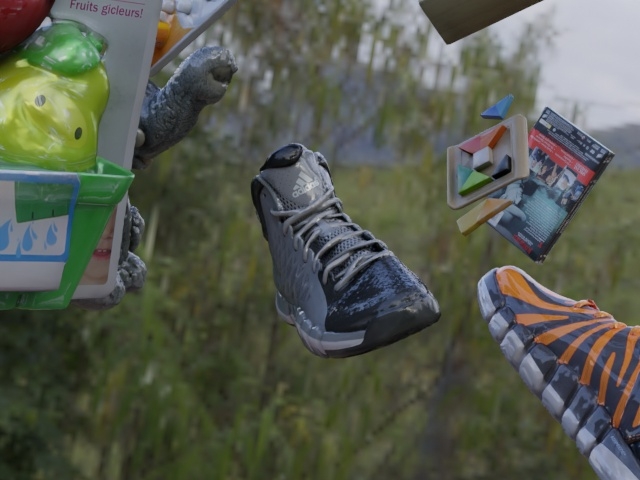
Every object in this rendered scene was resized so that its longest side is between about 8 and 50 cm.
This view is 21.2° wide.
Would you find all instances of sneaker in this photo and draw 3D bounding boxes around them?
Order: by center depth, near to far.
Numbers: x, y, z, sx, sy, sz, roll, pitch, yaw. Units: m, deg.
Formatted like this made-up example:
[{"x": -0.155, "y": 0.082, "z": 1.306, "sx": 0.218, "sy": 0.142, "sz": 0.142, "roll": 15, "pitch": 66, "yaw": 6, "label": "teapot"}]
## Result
[{"x": 0.000, "y": 0.000, "z": 1.165, "sx": 0.086, "sy": 0.132, "sz": 0.229, "roll": -22, "pitch": 11, "yaw": -17, "label": "sneaker"}, {"x": 0.271, "y": 0.095, "z": 1.438, "sx": 0.124, "sy": 0.180, "sz": 0.321, "roll": 40, "pitch": 10, "yaw": -47, "label": "sneaker"}]

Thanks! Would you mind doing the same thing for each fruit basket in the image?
[{"x": -0.237, "y": -0.125, "z": 1.117, "sx": 0.327, "sy": 0.353, "sz": 0.165, "roll": 2, "pitch": 21, "yaw": -41, "label": "fruit basket"}]

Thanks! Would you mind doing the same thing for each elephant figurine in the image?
[{"x": -0.189, "y": -0.080, "z": 1.364, "sx": 0.186, "sy": 0.239, "sz": 0.169, "roll": 7, "pitch": 26, "yaw": -17, "label": "elephant figurine"}]

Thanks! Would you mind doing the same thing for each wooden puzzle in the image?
[{"x": 0.131, "y": -0.063, "z": 1.357, "sx": 0.079, "sy": 0.116, "sz": 0.014, "roll": -29, "pitch": -48, "yaw": 24, "label": "wooden puzzle"}]

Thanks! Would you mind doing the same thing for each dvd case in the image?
[{"x": 0.201, "y": -0.050, "z": 1.534, "sx": 0.013, "sy": 0.119, "sz": 0.087, "roll": 21, "pitch": 16, "yaw": -48, "label": "dvd case"}]

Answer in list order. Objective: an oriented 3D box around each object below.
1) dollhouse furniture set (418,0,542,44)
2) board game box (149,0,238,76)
[{"x": 0.123, "y": -0.356, "z": 1.283, "sx": 0.286, "sy": 0.198, "sz": 0.303, "roll": -23, "pitch": -53, "yaw": 23, "label": "dollhouse furniture set"}, {"x": -0.123, "y": -0.415, "z": 1.689, "sx": 0.050, "sy": 0.390, "sz": 0.390, "roll": 5, "pitch": -22, "yaw": -33, "label": "board game box"}]
